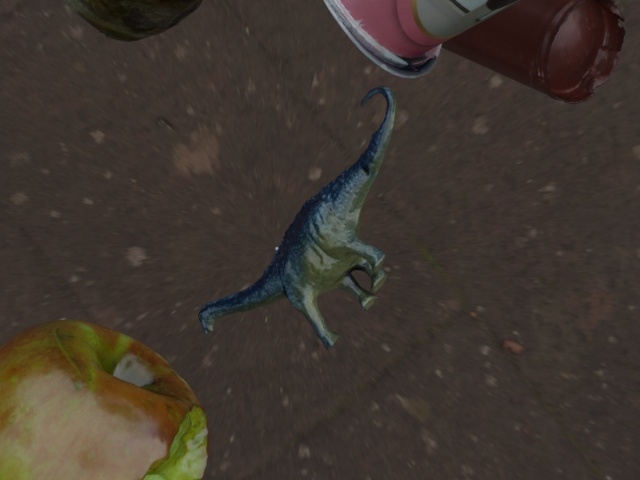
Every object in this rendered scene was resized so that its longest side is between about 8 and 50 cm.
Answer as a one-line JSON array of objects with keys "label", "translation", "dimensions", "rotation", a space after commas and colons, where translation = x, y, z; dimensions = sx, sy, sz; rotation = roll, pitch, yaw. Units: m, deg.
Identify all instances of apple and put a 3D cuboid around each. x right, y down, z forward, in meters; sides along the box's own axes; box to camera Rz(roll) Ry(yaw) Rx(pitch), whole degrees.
[{"label": "apple", "translation": [-0.239, 0.207, 1.299], "dimensions": [0.246, 0.246, 0.226], "rotation": [33, 103, -1]}]

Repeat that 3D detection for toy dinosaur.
[{"label": "toy dinosaur", "translation": [0.006, 0.010, 1.423], "dimensions": [0.147, 0.076, 0.363], "rotation": [42, 117, 10]}]

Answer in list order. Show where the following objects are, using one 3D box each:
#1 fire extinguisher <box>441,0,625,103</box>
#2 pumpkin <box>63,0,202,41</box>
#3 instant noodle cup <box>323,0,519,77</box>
[{"label": "fire extinguisher", "translation": [0.154, -0.258, 1.329], "dimensions": [0.337, 0.106, 0.147], "rotation": [34, 95, 42]}, {"label": "pumpkin", "translation": [-0.213, -0.367, 1.403], "dimensions": [0.169, 0.148, 0.312], "rotation": [-18, 102, -32]}, {"label": "instant noodle cup", "translation": [0.132, -0.270, 0.956], "dimensions": [0.255, 0.244, 0.244], "rotation": [-19, 90, 30]}]
